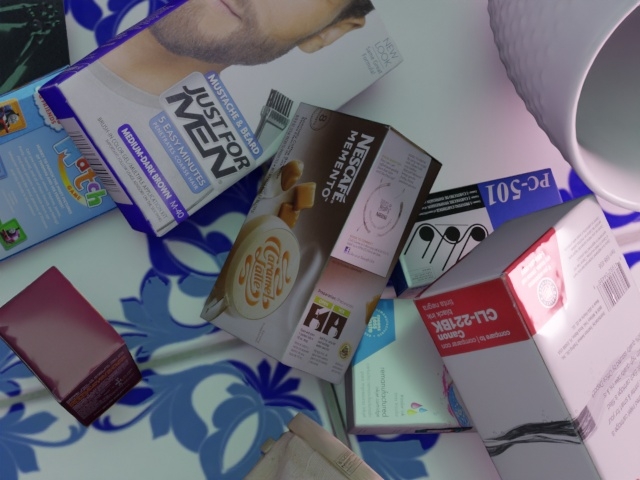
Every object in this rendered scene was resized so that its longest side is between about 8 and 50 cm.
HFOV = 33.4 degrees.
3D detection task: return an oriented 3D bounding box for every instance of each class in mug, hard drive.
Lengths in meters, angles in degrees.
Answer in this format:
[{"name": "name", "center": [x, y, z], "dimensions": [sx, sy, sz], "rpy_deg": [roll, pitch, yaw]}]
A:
[{"name": "mug", "center": [0.355, -0.214, 1.131], "dimensions": [0.374, 0.276, 0.328], "rpy_deg": [24, 26, -30]}, {"name": "hard drive", "center": [-0.403, -0.182, 1.179], "dimensions": [0.255, 0.054, 0.172], "rpy_deg": [-8, 75, -8]}]

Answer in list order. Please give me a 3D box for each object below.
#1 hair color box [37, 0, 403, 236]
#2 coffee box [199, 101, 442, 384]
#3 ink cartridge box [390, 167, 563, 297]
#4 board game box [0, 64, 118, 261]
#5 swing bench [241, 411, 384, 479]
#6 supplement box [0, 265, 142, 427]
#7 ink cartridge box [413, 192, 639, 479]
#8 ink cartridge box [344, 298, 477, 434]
[{"name": "hair color box", "center": [-0.099, -0.176, 1.128], "dimensions": [0.339, 0.110, 0.185], "rpy_deg": [-38, 109, -18]}, {"name": "coffee box", "center": [0.000, 0.000, 1.073], "dimensions": [0.141, 0.098, 0.246], "rpy_deg": [23, 87, 45]}, {"name": "ink cartridge box", "center": [0.169, -0.010, 1.160], "dimensions": [0.207, 0.046, 0.097], "rpy_deg": [-13, 75, -17]}, {"name": "board game box", "center": [-0.328, -0.070, 1.127], "dimensions": [0.211, 0.039, 0.160], "rpy_deg": [-26, 105, -10]}, {"name": "swing bench", "center": [-0.056, 0.302, 0.959], "dimensions": [0.165, 0.254, 0.253], "rpy_deg": [43, 75, 9]}, {"name": "supplement box", "center": [-0.242, 0.108, 1.036], "dimensions": [0.081, 0.188, 0.104], "rpy_deg": [-42, 81, -15]}, {"name": "ink cartridge box", "center": [0.235, 0.123, 1.025], "dimensions": [0.197, 0.114, 0.273], "rpy_deg": [-34, 100, -45]}, {"name": "ink cartridge box", "center": [0.142, 0.131, 1.116], "dimensions": [0.231, 0.078, 0.134], "rpy_deg": [-1, 74, -5]}]
